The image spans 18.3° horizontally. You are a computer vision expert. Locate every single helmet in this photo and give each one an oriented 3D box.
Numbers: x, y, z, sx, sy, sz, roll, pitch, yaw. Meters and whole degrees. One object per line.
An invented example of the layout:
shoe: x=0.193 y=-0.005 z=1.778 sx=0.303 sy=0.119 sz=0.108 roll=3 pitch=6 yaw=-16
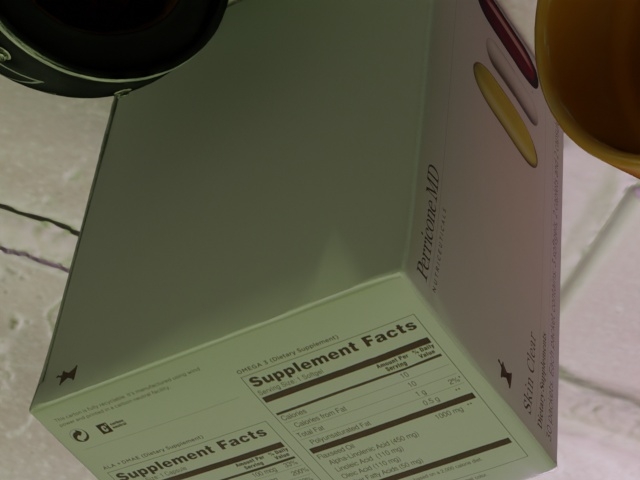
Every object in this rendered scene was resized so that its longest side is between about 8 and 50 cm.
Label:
helmet: x=-0.116 y=-0.153 z=0.919 sx=0.169 sy=0.169 sz=0.162 roll=14 pitch=128 yaw=-5

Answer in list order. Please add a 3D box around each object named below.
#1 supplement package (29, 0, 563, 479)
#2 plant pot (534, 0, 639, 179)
supplement package: x=0.000 y=0.000 z=0.984 sx=0.204 sy=0.262 sz=0.145 roll=-21 pitch=128 yaw=26
plant pot: x=0.236 y=-0.098 z=0.916 sx=0.188 sy=0.205 sz=0.205 roll=23 pitch=135 yaw=-35
